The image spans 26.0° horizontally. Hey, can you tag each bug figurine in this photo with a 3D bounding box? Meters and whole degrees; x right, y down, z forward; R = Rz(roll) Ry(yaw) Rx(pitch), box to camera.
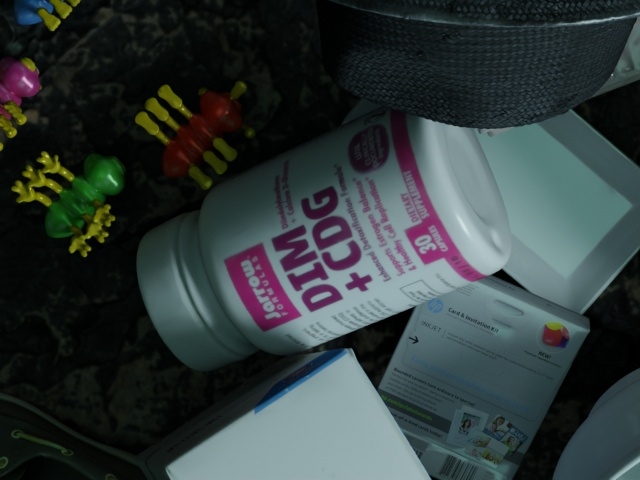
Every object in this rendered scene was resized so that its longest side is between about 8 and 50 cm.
[{"bbox_3d":[-0.203,-0.124,1.200,0.216,0.072,0.279,-44,84,4],"label":"bug figurine"}]

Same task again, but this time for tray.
[{"bbox_3d":[0.164,-0.067,1.209,0.270,0.030,0.145,40,101,-3],"label":"tray"}]

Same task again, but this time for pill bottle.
[{"bbox_3d":[0.000,0.000,1.151,0.283,0.160,0.160,-24,97,21],"label":"pill bottle"}]

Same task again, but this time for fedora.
[{"bbox_3d":[0.116,-0.177,1.025,0.334,0.334,0.153,5,126,4],"label":"fedora"}]

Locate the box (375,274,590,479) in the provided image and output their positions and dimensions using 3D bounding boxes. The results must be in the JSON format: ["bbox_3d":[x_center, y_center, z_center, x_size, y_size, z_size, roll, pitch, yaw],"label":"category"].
[{"bbox_3d":[0.132,0.124,1.223,0.145,0.038,0.186,23,110,2],"label":"box"}]

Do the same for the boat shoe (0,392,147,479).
[{"bbox_3d":[-0.266,0.216,1.257,0.305,0.091,0.109,19,100,1],"label":"boat shoe"}]

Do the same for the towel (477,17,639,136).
[{"bbox_3d":[0.220,-0.293,1.140,0.316,0.053,0.332,-21,95,2],"label":"towel"}]

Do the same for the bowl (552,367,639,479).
[{"bbox_3d":[0.311,0.192,1.158,0.297,0.134,0.298,-8,131,-9],"label":"bowl"}]

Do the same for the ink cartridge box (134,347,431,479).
[{"bbox_3d":[-0.029,0.204,1.141,0.171,0.232,0.168,-33,92,-14],"label":"ink cartridge box"}]
